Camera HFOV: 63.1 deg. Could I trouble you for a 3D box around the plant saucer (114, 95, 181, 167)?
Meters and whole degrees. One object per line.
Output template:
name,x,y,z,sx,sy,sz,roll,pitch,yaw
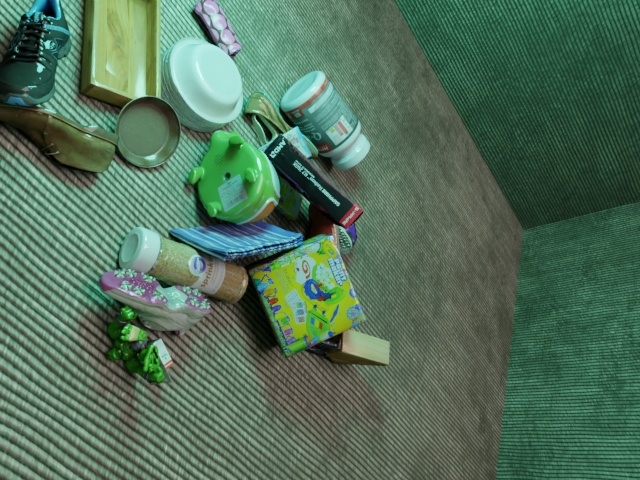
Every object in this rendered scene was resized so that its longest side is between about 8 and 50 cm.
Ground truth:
plant saucer,-0.485,-0.304,1.454,0.198,0.036,0.199,-24,124,-40

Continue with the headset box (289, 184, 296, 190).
headset box,-0.089,-0.226,1.964,0.083,0.032,0.062,-43,111,-50

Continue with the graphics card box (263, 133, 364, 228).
graphics card box,-0.036,-0.195,1.761,0.371,0.233,0.094,43,89,-11

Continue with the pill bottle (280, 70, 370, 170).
pill bottle,0.028,-0.462,2.051,0.363,0.210,0.210,47,45,-29

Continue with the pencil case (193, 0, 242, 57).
pencil case,-0.354,-0.725,1.783,0.098,0.095,0.209,-41,107,-33

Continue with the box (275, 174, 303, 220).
box,-0.144,-0.161,1.866,0.179,0.043,0.105,43,47,-36

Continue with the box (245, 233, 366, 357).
box,-0.050,0.165,1.643,0.279,0.177,0.290,-22,97,-10

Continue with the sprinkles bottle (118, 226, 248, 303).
sprinkles bottle,-0.368,0.076,1.441,0.355,0.121,0.121,27,57,-43

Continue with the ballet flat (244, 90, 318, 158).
ballet flat,-0.152,-0.384,1.898,0.342,0.116,0.124,45,66,-30

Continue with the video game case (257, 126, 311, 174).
video game case,-0.127,-0.316,1.873,0.166,0.015,0.119,-32,114,-10

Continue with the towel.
towel,-0.238,-0.015,1.552,0.336,0.243,0.040,-11,116,-52

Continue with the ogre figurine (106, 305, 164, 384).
ogre figurine,-0.455,0.260,1.268,0.197,0.118,0.097,52,47,-23

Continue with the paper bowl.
paper bowl,-0.361,-0.497,1.641,0.284,0.148,0.284,24,58,-44

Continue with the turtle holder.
turtle holder,-0.261,-0.187,1.615,0.243,0.320,0.227,-56,150,6

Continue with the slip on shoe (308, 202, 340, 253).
slip on shoe,0.000,0.000,1.930,0.101,0.123,0.331,-1,76,-32

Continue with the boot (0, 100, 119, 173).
boot,-0.643,-0.245,1.246,0.305,0.112,0.115,17,85,-42

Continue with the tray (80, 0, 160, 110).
tray,-0.562,-0.576,1.483,0.203,0.076,0.411,13,66,-48

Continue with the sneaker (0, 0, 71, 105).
sneaker,-0.664,-0.440,1.193,0.125,0.140,0.341,6,49,-17

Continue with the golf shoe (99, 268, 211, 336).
golf shoe,-0.427,0.169,1.318,0.306,0.140,0.115,27,19,-42

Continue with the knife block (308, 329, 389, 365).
knife block,0.094,0.360,1.814,0.242,0.275,0.088,67,26,-61

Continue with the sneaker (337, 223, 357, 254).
sneaker,0.066,-0.102,2.065,0.146,0.102,0.293,-40,113,-54

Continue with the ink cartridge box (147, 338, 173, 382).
ink cartridge box,-0.412,0.311,1.345,0.029,0.063,0.115,-35,105,-48
